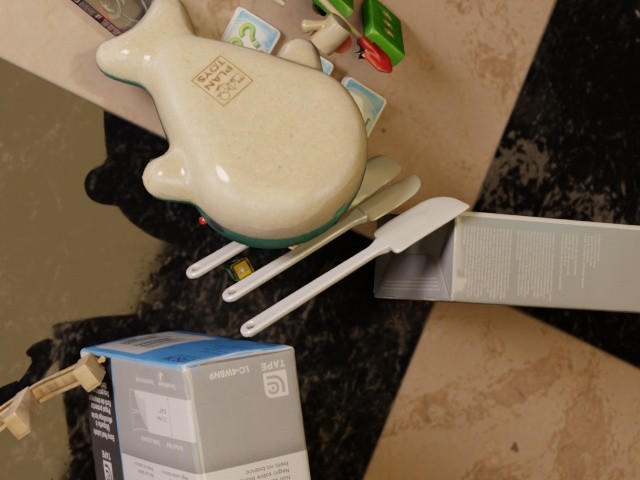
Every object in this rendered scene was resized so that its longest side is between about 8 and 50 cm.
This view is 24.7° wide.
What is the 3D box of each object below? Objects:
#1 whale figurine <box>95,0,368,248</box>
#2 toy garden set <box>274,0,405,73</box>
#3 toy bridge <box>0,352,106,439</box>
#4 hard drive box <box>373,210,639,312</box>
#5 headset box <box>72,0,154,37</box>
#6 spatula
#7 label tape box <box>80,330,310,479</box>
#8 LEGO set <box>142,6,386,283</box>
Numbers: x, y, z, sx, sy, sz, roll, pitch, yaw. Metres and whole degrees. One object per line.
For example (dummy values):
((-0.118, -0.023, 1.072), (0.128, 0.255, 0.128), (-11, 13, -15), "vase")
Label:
((-0.083, -0.105, 1.362), (0.272, 0.141, 0.216), (39, 69, 13), "whale figurine")
((-0.024, -0.237, 1.392), (0.244, 0.204, 0.049), (39, 111, -18), "toy garden set")
((-0.271, 0.156, 1.333), (0.188, 0.063, 0.026), (-33, 104, 11), "toy bridge")
((0.195, 0.023, 1.476), (0.232, 0.181, 0.089), (5, 88, -23), "hard drive box")
((-0.186, -0.229, 1.397), (0.083, 0.032, 0.062), (40, 77, -16), "headset box")
((0.000, 0.000, 1.380), (0.242, 0.168, 0.019), (-32, 128, -15), "spatula")
((-0.106, 0.264, 1.314), (0.115, 0.249, 0.347), (-7, 93, -29), "label tape box")
((-0.059, -0.085, 1.439), (0.182, 0.060, 0.244), (32, 80, -16), "LEGO set")
